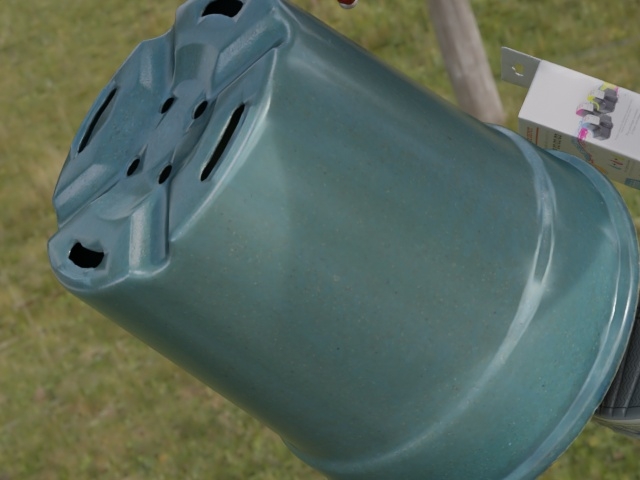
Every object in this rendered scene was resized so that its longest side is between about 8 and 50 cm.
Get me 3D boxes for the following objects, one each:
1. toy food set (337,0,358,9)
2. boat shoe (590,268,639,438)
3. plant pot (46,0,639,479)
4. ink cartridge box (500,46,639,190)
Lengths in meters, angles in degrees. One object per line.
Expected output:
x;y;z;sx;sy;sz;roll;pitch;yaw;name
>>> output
0.052;-0.347;1.676;0.232;0.104;0.111;10;64;16;toy food set
0.247;0.098;1.084;0.320;0.103;0.118;156;133;-70;boat shoe
0.000;0.000;1.048;0.341;0.334;0.341;-34;39;33;plant pot
0.240;-0.107;1.275;0.181;0.062;0.104;22;-7;12;ink cartridge box
